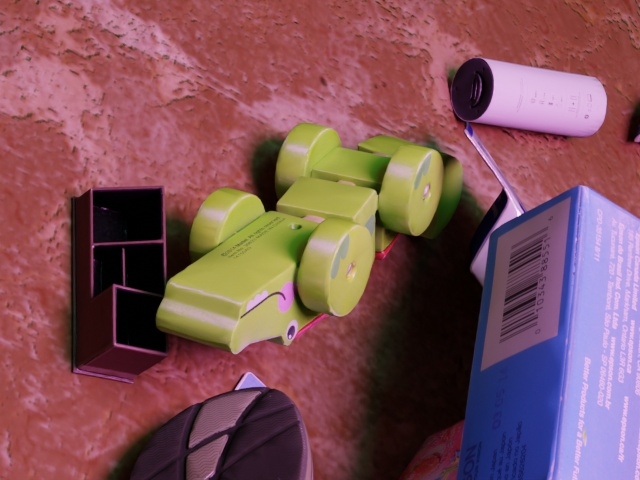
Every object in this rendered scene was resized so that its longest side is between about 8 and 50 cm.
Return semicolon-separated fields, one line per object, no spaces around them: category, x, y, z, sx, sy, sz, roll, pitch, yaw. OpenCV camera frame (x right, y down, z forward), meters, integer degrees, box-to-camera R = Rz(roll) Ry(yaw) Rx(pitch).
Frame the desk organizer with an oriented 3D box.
desk organizer;-0.134;0.024;1.290;0.047;0.050;0.130;15;59;-34

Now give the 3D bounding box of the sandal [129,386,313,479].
sandal;-0.050;0.223;1.193;0.086;0.120;0.302;72;7;-51

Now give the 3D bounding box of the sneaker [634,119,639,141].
sneaker;0.352;-0.053;1.730;0.192;0.064;0.086;50;54;-7

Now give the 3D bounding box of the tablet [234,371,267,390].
tablet;-0.050;0.135;1.333;0.054;0.006;0.083;45;46;-12

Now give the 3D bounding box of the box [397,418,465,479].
box;0.098;0.249;1.296;0.142;0.154;0.300;49;45;-9

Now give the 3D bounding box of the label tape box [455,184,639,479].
label tape box;0.255;0.147;1.299;0.334;0.106;0.240;29;53;-25

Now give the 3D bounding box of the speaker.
speaker;0.176;-0.120;1.619;0.136;0.055;0.055;4;65;-38

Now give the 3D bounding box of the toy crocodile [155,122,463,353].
toy crocodile;0.000;0.000;1.363;0.340;0.115;0.105;-42;138;-54

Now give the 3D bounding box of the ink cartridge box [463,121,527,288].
ink cartridge box;0.193;0.079;1.460;0.371;0.069;0.176;58;7;-2
